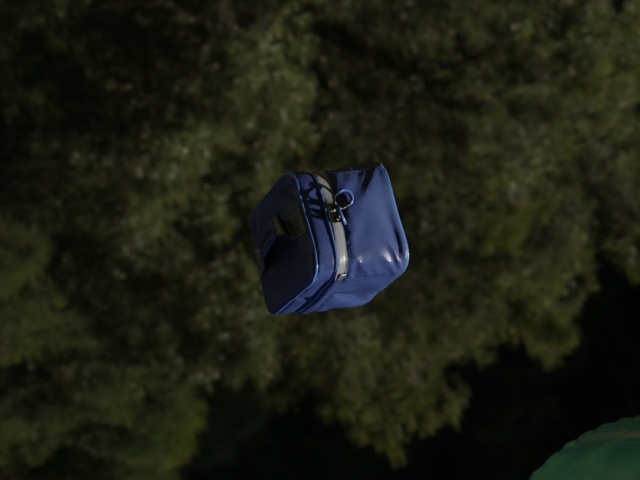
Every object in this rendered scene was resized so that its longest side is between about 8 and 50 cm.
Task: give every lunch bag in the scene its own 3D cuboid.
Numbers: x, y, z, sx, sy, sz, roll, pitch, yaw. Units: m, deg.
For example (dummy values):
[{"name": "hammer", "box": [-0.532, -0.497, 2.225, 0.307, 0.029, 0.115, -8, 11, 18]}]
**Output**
[{"name": "lunch bag", "box": [0.000, 0.000, 0.893, 0.065, 0.067, 0.098, -9, 163, -21]}]

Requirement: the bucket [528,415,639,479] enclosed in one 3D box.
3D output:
[{"name": "bucket", "box": [0.216, 0.210, 0.807, 0.281, 0.281, 0.183, -14, -176, -26]}]
